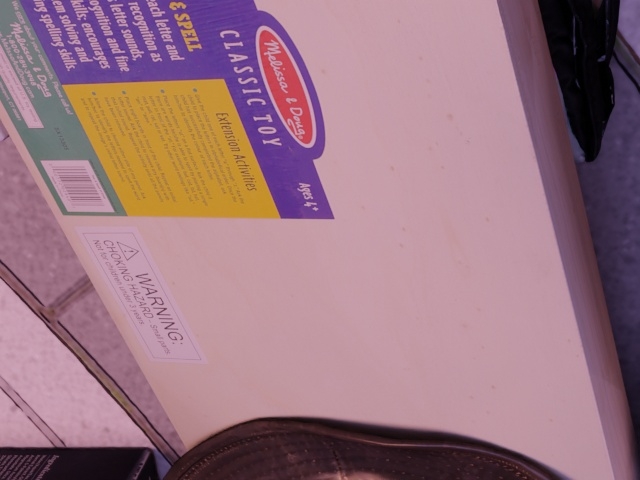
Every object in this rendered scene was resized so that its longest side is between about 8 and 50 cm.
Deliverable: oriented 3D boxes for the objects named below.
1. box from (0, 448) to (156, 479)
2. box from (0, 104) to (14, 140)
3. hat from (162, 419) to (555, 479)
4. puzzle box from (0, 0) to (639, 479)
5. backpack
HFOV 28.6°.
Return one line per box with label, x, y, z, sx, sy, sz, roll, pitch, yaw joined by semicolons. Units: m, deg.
box;-0.211;0.233;0.862;0.207;0.108;0.153;-4;113;17
box;-0.191;-0.129;0.668;0.072;0.137;0.126;-7;113;16
hat;0.023;0.258;0.709;0.331;0.134;0.331;11;123;18
puzzle box;0.000;0.000;0.636;0.272;0.052;0.409;2;133;26
backpack;0.081;-0.119;0.614;0.115;0.152;0.182;-6;124;25
